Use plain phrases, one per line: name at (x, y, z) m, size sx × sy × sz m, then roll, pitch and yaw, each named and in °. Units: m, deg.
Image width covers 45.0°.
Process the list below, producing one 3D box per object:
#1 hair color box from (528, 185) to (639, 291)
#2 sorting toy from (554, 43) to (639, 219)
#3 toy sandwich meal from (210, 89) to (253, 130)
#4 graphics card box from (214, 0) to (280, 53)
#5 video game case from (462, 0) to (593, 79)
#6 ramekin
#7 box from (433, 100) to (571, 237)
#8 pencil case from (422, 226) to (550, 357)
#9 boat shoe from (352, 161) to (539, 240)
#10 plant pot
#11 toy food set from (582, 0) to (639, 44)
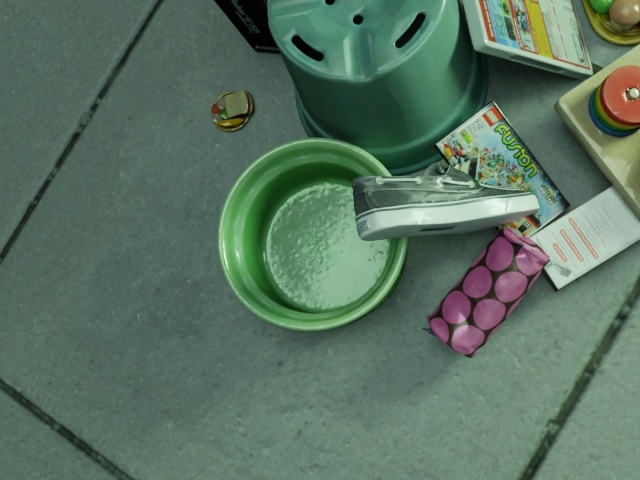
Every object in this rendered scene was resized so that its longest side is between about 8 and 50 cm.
hair color box at (0.413, -0.004, 1.199) m, size 0.167 × 0.053 × 0.093 m, roll -32°, pitch 76°, yaw 5°
sorting toy at (0.533, -0.182, 1.142) m, size 0.255 × 0.089 × 0.257 m, roll -34°, pitch 81°, yaw -6°
toy sandwich meal at (-0.162, -0.237, 1.394) m, size 0.085 × 0.029 × 0.086 m, roll -3°, pitch 79°, yaw 13°
graphics card box at (-0.107, -0.482, 1.249) m, size 0.094 × 0.371 × 0.233 m, roll 9°, pitch 81°, yaw 15°
video game case at (0.313, -0.364, 1.191) m, size 0.025 × 0.285 × 0.204 m, roll -23°, pitch 72°, yaw 46°
ramekin at (0.000, 0.000, 1.249) m, size 0.303 × 0.148 × 0.304 m, roll -2°, pitch 80°, yaw 13°
box at (0.286, -0.104, 1.220) m, size 0.114 × 0.036 × 0.207 m, roll -38°, pitch 94°, yaw 5°
pencil case at (0.252, 0.076, 1.181) m, size 0.209 × 0.095 × 0.098 m, roll -53°, pitch 45°, yaw 15°
boat shoe at (0.185, -0.065, 1.130) m, size 0.301 × 0.108 × 0.102 m, roll -6°, pitch 78°, yaw -20°
plant pot at (0.084, -0.304, 1.189) m, size 0.340 × 0.334 × 0.342 m, roll -2°, pitch 79°, yaw 12°
toy food set at (0.497, -0.392, 1.239) m, size 0.128 × 0.071 × 0.218 m, roll -18°, pitch 76°, yaw 10°
